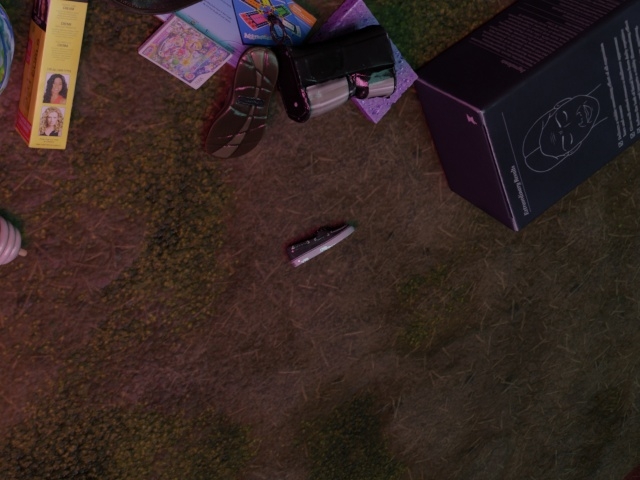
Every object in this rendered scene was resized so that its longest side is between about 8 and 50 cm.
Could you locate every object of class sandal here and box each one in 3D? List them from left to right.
[{"bbox_3d":[-0.127,-0.227,1.703,0.090,0.060,0.219,9,125,-16],"label":"sandal"}]

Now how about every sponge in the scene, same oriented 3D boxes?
[{"bbox_3d":[0.076,-0.312,1.816,0.117,0.031,0.210,-47,132,-3],"label":"sponge"}]

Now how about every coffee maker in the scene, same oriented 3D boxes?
[{"bbox_3d":[0.023,-0.293,1.694,0.178,0.120,0.171,-21,125,-22],"label":"coffee maker"}]

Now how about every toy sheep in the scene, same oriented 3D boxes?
[{"bbox_3d":[-0.497,0.002,1.573,0.132,0.091,0.091,22,102,-54],"label":"toy sheep"}]

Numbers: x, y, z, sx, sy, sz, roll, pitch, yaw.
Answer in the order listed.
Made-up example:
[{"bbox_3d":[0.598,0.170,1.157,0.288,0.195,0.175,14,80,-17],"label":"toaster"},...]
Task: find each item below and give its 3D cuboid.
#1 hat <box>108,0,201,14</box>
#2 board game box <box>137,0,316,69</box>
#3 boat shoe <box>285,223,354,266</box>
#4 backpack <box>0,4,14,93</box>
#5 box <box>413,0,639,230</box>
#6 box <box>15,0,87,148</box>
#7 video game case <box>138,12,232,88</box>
[{"bbox_3d":[-0.199,-0.465,1.453,0.331,0.134,0.331,-9,113,-21],"label":"hat"},{"bbox_3d":[-0.143,-0.361,1.643,0.281,0.027,0.145,29,99,-41],"label":"board game box"},{"bbox_3d":[0.000,0.000,1.934,0.142,0.049,0.040,-30,90,-23],"label":"boat shoe"},{"bbox_3d":[-0.567,-0.254,1.294,0.356,0.273,0.290,6,105,-50],"label":"backpack"},{"bbox_3d":[0.414,-0.266,1.953,0.395,0.212,0.293,-36,130,-14],"label":"box"},{"bbox_3d":[-0.387,-0.254,1.501,0.058,0.087,0.232,0,116,-32],"label":"box"},{"bbox_3d":[-0.209,-0.292,1.625,0.087,0.011,0.122,-39,136,23],"label":"video game case"}]
